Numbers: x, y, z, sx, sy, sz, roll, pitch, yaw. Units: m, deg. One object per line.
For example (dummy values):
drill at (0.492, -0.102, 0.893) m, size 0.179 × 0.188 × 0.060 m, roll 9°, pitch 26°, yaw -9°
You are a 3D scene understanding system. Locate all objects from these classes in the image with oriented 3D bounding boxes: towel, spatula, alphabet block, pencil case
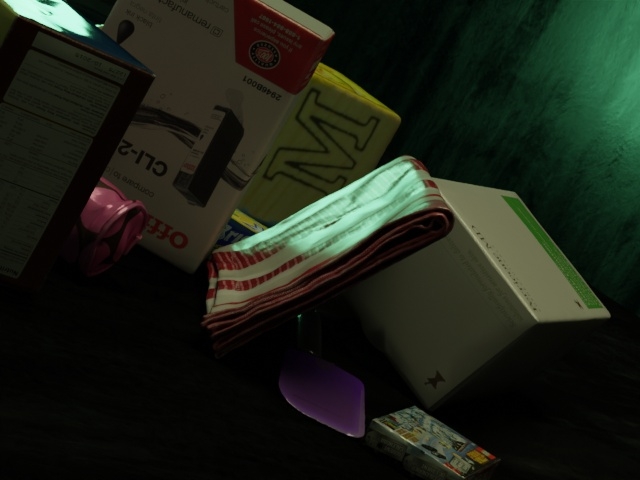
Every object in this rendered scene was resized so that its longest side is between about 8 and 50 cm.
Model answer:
towel at (0.000, 0.000, 1.722) m, size 0.037 × 0.237 × 0.329 m, roll 61°, pitch 3°, yaw -11°
spatula at (-0.007, 0.106, 1.706) m, size 0.084 × 0.030 × 0.296 m, roll 26°, pitch 10°, yaw -10°
alphabet block at (-0.052, -0.133, 2.340) m, size 0.193 × 0.197 × 0.192 m, roll 24°, pitch 11°, yaw -35°
pencil case at (-0.247, -0.049, 1.634) m, size 0.209 × 0.095 × 0.098 m, roll 36°, pitch -5°, yaw 21°

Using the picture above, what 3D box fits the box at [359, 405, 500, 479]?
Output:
box at (0.097, 0.184, 1.619) m, size 0.094 × 0.027 × 0.137 m, roll 31°, pitch 9°, yaw 16°

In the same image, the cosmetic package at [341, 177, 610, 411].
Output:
cosmetic package at (0.163, 0.056, 1.997) m, size 0.197 × 0.155 × 0.365 m, roll 53°, pitch 14°, yaw 12°

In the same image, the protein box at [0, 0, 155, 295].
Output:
protein box at (-0.268, -0.100, 1.466) m, size 0.136 × 0.201 × 0.200 m, roll 22°, pitch 12°, yaw -40°

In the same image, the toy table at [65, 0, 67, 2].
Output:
toy table at (-0.351, -0.227, 1.827) m, size 0.252 × 0.161 × 0.274 m, roll 49°, pitch -6°, yaw 22°

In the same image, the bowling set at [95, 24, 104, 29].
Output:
bowling set at (-0.215, -0.189, 2.175) m, size 0.287 × 0.200 × 0.154 m, roll 32°, pitch 7°, yaw -14°

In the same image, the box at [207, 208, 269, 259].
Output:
box at (-0.072, 0.011, 1.945) m, size 0.169 × 0.054 × 0.059 m, roll 32°, pitch 10°, yaw 11°

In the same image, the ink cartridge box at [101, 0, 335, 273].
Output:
ink cartridge box at (-0.139, -0.133, 1.842) m, size 0.197 × 0.273 × 0.114 m, roll 30°, pitch 13°, yaw -1°
